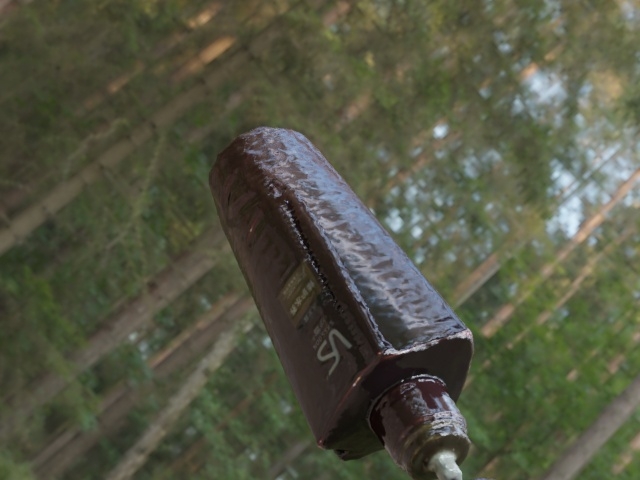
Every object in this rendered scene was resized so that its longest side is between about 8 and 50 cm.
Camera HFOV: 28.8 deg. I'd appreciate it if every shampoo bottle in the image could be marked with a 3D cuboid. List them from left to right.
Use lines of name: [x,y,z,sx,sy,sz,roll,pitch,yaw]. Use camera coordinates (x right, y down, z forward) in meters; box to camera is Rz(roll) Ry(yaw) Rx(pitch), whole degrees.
shampoo bottle: [0.014,0.039,0.546,0.236,0.067,0.068,-123,-144,-45]
